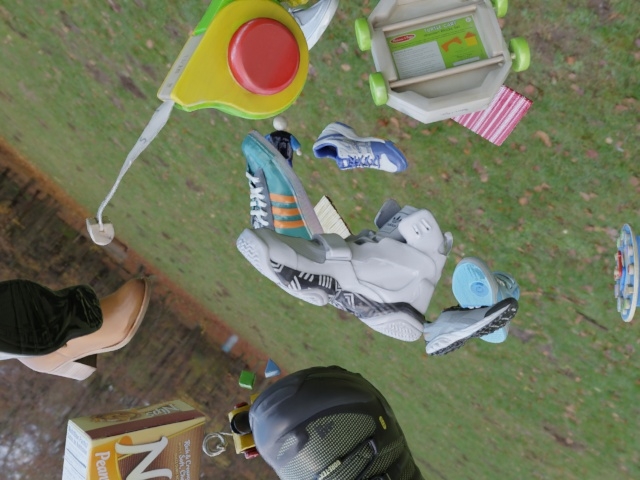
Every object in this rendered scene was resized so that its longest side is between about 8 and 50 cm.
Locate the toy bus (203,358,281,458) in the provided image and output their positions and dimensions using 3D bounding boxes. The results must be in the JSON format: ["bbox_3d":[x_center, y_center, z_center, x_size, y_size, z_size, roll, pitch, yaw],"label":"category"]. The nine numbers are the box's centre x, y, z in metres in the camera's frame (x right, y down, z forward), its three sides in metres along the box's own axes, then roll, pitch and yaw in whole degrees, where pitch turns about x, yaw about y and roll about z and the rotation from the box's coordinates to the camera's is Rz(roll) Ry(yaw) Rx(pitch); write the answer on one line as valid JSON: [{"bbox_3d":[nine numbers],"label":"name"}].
[{"bbox_3d":[-0.092,0.317,0.982,0.191,0.202,0.104,24,152,14],"label":"toy bus"}]

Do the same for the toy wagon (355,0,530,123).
[{"bbox_3d":[0.200,-0.378,0.976,0.068,0.268,0.344,71,-173,-70],"label":"toy wagon"}]

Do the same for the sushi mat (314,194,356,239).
[{"bbox_3d":[0.000,0.000,1.530,0.151,0.019,0.316,59,150,9],"label":"sushi mat"}]

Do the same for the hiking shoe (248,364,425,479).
[{"bbox_3d":[0.040,0.171,0.348,0.226,0.086,0.114,53,178,-31],"label":"hiking shoe"}]

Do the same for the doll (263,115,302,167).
[{"bbox_3d":[-0.109,-0.219,1.379,0.129,0.188,0.046,9,-159,8],"label":"doll"}]

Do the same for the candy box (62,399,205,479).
[{"bbox_3d":[-0.285,0.416,0.818,0.088,0.316,0.183,8,-178,43],"label":"candy box"}]

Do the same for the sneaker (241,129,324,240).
[{"bbox_3d":[-0.089,-0.062,1.053,0.108,0.121,0.302,40,161,56],"label":"sneaker"}]

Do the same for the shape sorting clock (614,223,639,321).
[{"bbox_3d":[0.641,0.067,1.150,0.040,0.206,0.206,0,147,24],"label":"shape sorting clock"}]

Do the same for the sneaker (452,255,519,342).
[{"bbox_3d":[0.499,0.128,1.634,0.127,0.208,0.318,2,131,37],"label":"sneaker"}]

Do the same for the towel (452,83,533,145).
[{"bbox_3d":[0.432,-0.398,1.541,0.275,0.031,0.199,33,154,7],"label":"towel"}]

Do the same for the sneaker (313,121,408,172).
[{"bbox_3d":[0.114,-0.247,1.628,0.297,0.131,0.111,24,150,29],"label":"sneaker"}]

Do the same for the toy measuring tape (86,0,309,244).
[{"bbox_3d":[-0.101,-0.125,0.543,0.121,0.330,0.121,30,179,0],"label":"toy measuring tape"}]

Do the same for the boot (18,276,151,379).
[{"bbox_3d":[-0.487,0.142,1.057,0.220,0.283,0.109,36,-160,-38],"label":"boot"}]

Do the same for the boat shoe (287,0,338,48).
[{"bbox_3d":[-0.053,-0.451,1.178,0.081,0.079,0.228,30,144,-25],"label":"boat shoe"}]

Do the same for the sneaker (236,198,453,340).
[{"bbox_3d":[0.056,0.011,0.889,0.366,0.210,0.137,27,-179,-25],"label":"sneaker"}]

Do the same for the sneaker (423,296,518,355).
[{"bbox_3d":[0.368,0.201,1.384,0.100,0.272,0.107,14,-129,-48],"label":"sneaker"}]

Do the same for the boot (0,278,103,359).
[{"bbox_3d":[-0.381,0.106,0.623,0.236,0.179,0.085,30,-136,-84],"label":"boot"}]
